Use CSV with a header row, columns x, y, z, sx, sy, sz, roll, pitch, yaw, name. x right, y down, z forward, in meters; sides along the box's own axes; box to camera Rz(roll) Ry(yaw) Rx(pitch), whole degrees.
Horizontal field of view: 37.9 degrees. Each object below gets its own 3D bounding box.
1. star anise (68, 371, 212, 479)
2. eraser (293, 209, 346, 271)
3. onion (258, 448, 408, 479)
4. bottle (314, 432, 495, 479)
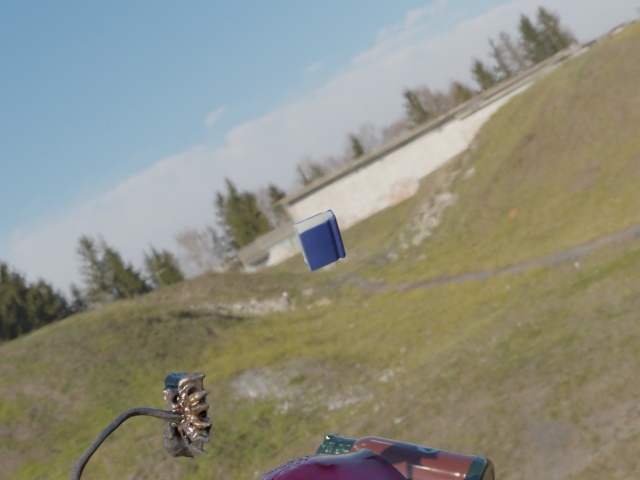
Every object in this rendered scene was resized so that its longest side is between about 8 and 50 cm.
x,y,z,sx,sy,sz,roll,pitch,yaw,name
-0.240,0.255,1.203,0.228,0.218,0.148,3,-62,-31,star anise
0.000,0.000,1.404,0.063,0.084,0.027,-24,43,-8,eraser
-0.033,0.480,1.133,0.420,0.398,0.398,-20,-3,-24,onion
0.148,0.443,1.746,0.336,0.143,0.144,8,19,26,bottle
